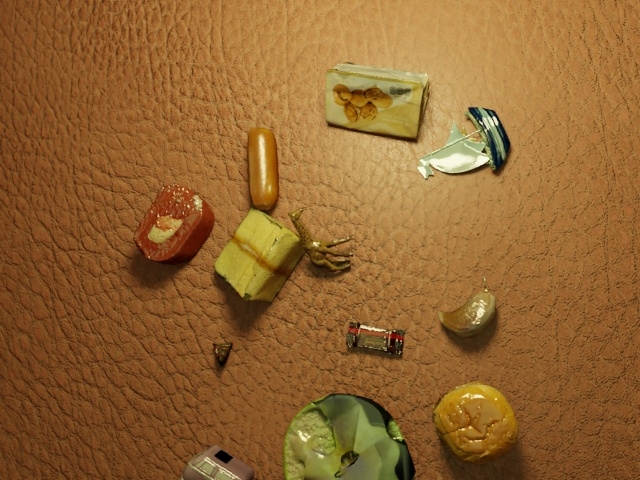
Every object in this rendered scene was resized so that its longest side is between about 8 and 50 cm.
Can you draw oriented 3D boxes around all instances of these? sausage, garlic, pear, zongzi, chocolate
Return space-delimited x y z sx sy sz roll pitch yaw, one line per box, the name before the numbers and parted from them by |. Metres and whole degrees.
sausage | -0.190 -0.238 2.009 0.105 0.105 0.275 -5 82 10
garlic | 0.465 0.212 1.846 0.198 0.090 0.129 -45 65 8
pear | 0.084 0.651 1.826 0.398 0.165 0.400 -1 83 11
zongzi | -0.320 0.375 1.984 0.067 0.073 0.084 0 85 -8
chocolate | 0.173 0.309 1.919 0.182 0.028 0.086 6 78 10

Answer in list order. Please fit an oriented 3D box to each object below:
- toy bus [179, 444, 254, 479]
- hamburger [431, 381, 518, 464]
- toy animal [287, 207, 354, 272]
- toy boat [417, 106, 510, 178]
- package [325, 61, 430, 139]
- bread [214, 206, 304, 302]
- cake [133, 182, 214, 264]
toy bus | -0.324 0.745 1.911 0.202 0.142 0.142 28 95 12
hamburger | 0.447 0.532 1.771 0.244 0.163 0.245 -1 86 11
toy animal | -0.006 0.007 1.912 0.275 0.054 0.149 29 109 -19
toy boat | 0.441 -0.288 1.917 0.290 0.067 0.221 -25 80 10
package | 0.185 -0.472 1.959 0.310 0.221 0.165 12 47 14
bread | -0.219 0.038 1.949 0.236 0.198 0.264 33 89 20
cake | -0.479 -0.045 2.021 0.176 0.151 0.283 30 85 16
